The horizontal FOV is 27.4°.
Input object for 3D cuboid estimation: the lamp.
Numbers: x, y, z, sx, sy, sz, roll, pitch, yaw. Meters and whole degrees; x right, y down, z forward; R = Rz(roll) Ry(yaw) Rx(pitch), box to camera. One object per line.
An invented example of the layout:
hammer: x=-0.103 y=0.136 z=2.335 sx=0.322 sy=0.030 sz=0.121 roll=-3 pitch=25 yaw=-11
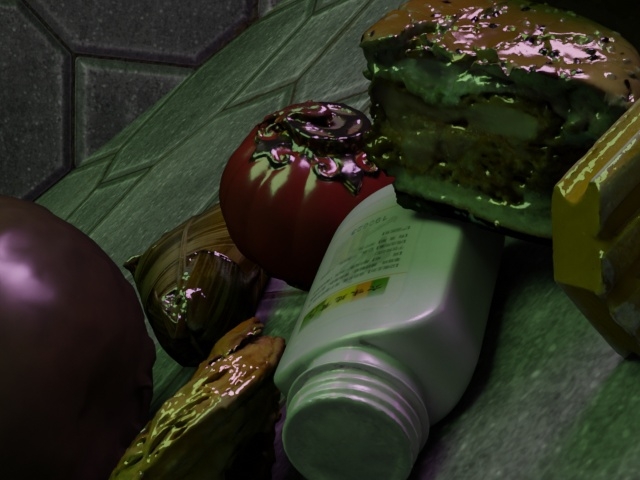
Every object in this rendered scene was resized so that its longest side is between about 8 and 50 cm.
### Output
lamp: x=0.002 y=-0.052 z=1.429 sx=0.227 sy=0.227 sz=0.227 roll=-38 pitch=18 yaw=14

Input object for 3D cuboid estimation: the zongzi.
zongzi: x=-0.091 y=0.021 z=1.628 sx=0.288 sy=0.134 sz=0.286 roll=-35 pitch=23 yaw=-3

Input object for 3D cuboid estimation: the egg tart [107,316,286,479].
egg tart: x=-0.118 y=0.211 z=1.241 sx=0.297 sy=0.132 sz=0.297 roll=-47 pitch=3 yaw=3

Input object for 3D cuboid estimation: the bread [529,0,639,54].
bread: x=0.323 y=-0.353 z=1.208 sx=0.395 sy=0.239 sz=0.264 roll=-60 pitch=2 yaw=5

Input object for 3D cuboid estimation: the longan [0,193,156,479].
longan: x=-0.375 y=0.156 z=1.445 sx=0.404 sy=0.436 sz=0.404 roll=-17 pitch=-7 yaw=-2

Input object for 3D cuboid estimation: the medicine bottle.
medicine bottle: x=0.059 y=0.076 z=1.161 sx=0.179 sy=0.124 sz=0.324 roll=-24 pitch=22 yaw=28

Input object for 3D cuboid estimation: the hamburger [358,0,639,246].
hamburger: x=0.171 y=-0.119 z=1.159 sx=0.288 sy=0.168 sz=0.192 roll=17 pitch=39 yaw=28

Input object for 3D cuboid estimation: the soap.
soap: x=0.269 y=-0.037 z=0.946 sx=0.232 sy=0.140 sz=0.073 roll=-45 pitch=14 yaw=-8
